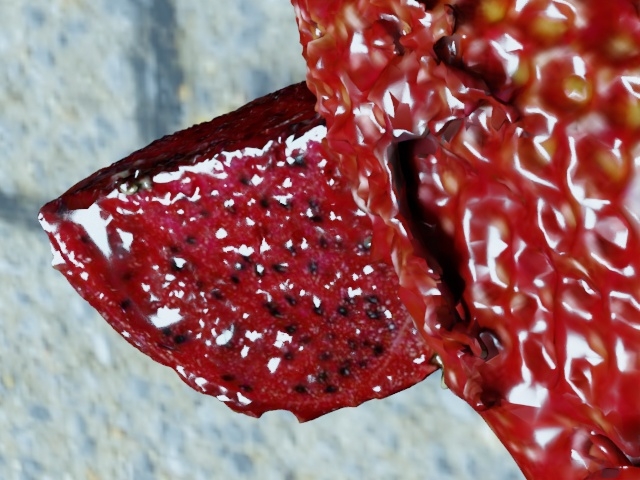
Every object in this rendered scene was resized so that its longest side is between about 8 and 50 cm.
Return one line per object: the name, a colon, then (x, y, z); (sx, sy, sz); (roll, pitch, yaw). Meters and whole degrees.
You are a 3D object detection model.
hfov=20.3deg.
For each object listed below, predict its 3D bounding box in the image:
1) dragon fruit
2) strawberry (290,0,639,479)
dragon fruit: (0.000, 0.000, 0.606); (0.162, 0.083, 0.106); (-17, 109, 22)
strawberry: (0.099, -0.008, 0.462); (0.286, 0.106, 0.188); (38, 95, 9)
